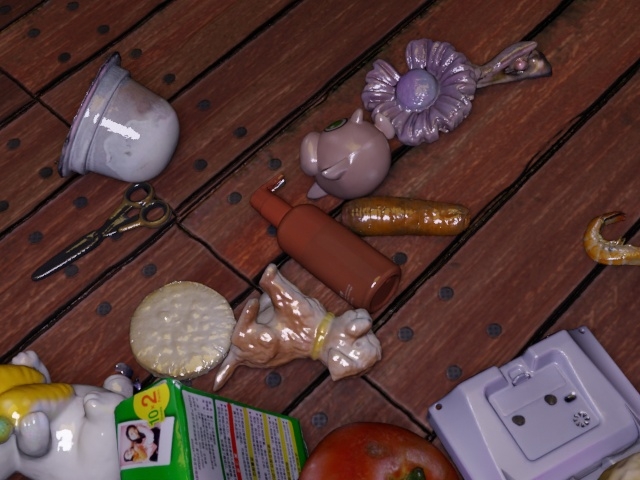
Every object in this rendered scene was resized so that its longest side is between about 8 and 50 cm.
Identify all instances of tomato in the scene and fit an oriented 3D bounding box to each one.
[{"bbox_3d":[0.085,0.299,1.097,0.225,0.085,0.225,19,47,-22],"label":"tomato"}]

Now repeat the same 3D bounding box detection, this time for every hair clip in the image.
[{"bbox_3d":[0.215,-0.248,1.492,0.300,0.069,0.173,-19,59,-8],"label":"hair clip"}]

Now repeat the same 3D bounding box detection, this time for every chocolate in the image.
[{"bbox_3d":[-0.283,-0.157,1.430,0.147,0.221,0.221,28,60,-12],"label":"chocolate"}]

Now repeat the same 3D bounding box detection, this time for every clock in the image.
[{"bbox_3d":[0.275,0.229,1.180,0.253,0.083,0.186,-26,59,-12],"label":"clock"}]

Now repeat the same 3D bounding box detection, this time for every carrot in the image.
[{"bbox_3d":[0.120,-0.034,1.372,0.186,0.060,0.060,-1,58,1],"label":"carrot"}]

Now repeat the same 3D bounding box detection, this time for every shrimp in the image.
[{"bbox_3d":[0.429,0.002,1.348,0.127,0.025,0.091,15,58,16],"label":"shrimp"}]

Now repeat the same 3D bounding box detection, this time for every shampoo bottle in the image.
[{"bbox_3d":[-0.001,0.002,1.342,0.085,0.085,0.244,-41,64,-20],"label":"shampoo bottle"}]

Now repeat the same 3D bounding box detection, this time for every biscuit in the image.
[{"bbox_3d":[-0.187,0.120,1.315,0.152,0.020,0.152,-2,57,3],"label":"biscuit"}]

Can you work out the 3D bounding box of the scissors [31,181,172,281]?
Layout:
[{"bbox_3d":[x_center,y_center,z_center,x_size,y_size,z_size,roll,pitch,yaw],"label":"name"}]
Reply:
[{"bbox_3d":[-0.321,-0.006,1.406,0.220,0.017,0.088,-35,63,-16],"label":"scissors"}]

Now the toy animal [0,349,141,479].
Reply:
[{"bbox_3d":[-0.363,0.234,1.140,0.310,0.247,0.183,0,39,-14],"label":"toy animal"}]

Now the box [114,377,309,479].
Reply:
[{"bbox_3d":[-0.111,0.264,1.086,0.103,0.250,0.180,-31,54,25],"label":"box"}]

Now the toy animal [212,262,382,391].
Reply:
[{"bbox_3d":[-0.025,0.149,1.261,0.185,0.104,0.184,26,91,0],"label":"toy animal"}]

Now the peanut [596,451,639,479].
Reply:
[{"bbox_3d":[0.340,0.336,1.068,0.129,0.129,0.224,29,82,20],"label":"peanut"}]

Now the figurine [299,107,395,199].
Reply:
[{"bbox_3d":[0.039,-0.119,1.390,0.138,0.125,0.125,-39,63,-16],"label":"figurine"}]
